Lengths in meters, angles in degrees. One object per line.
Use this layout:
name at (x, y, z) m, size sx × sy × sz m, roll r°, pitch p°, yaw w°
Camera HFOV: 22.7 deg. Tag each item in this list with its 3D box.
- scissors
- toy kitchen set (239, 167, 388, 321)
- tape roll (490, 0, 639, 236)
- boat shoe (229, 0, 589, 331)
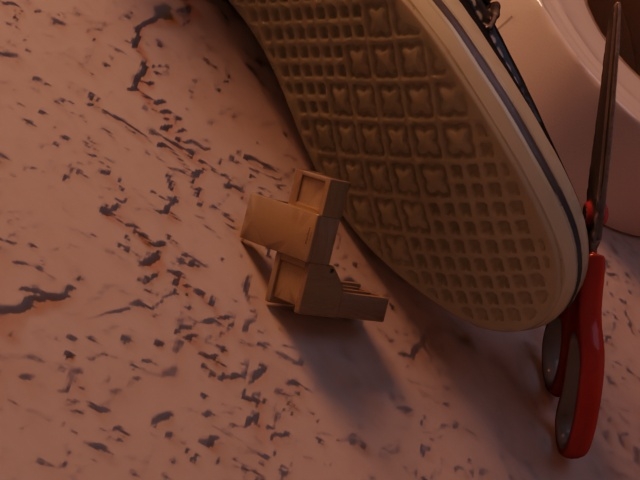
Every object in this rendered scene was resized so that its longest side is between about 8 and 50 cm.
scissors at (0.177, 0.004, 1.015) m, size 0.021 × 0.297 × 0.109 m, roll 3°, pitch 34°, yaw -5°
toy kitchen set at (0.000, 0.000, 0.994) m, size 0.075 × 0.083 × 0.068 m, roll 9°, pitch 7°, yaw -42°
tape roll at (0.245, -0.144, 1.371) m, size 0.286 × 0.100 × 0.286 m, roll 28°, pitch 39°, yaw -25°
boat shoe at (0.045, -0.161, 1.093) m, size 0.156 × 0.187 × 0.500 m, roll -15°, pitch 60°, yaw -35°
